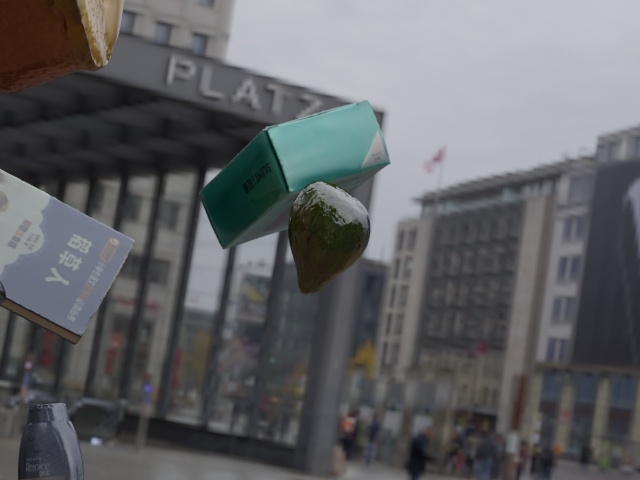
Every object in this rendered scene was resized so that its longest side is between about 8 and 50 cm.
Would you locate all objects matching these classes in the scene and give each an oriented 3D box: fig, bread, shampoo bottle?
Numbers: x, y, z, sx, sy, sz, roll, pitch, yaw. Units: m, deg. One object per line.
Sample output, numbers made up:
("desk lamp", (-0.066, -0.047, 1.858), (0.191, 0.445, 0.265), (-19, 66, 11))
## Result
("fig", (0.000, 0.000, 1.946), (0.123, 0.156, 0.123), (27, 19, -10))
("bread", (-0.239, -0.246, 1.046), (0.142, 0.270, 0.195), (-4, 34, 5))
("shampoo bottle", (-0.312, 0.308, 1.588), (0.087, 0.234, 0.049), (-10, -11, 26))

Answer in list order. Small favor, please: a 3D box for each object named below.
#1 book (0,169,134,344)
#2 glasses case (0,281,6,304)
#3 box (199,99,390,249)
("book", (-0.556, -0.011, 2.361), (0.428, 0.039, 0.300), (28, 34, -7))
("glasses case", (-0.512, 0.042, 1.816), (0.122, 0.082, 0.321), (48, 3, 9))
("box", (-0.047, -0.103, 2.247), (0.205, 0.118, 0.311), (-21, -8, -30))
